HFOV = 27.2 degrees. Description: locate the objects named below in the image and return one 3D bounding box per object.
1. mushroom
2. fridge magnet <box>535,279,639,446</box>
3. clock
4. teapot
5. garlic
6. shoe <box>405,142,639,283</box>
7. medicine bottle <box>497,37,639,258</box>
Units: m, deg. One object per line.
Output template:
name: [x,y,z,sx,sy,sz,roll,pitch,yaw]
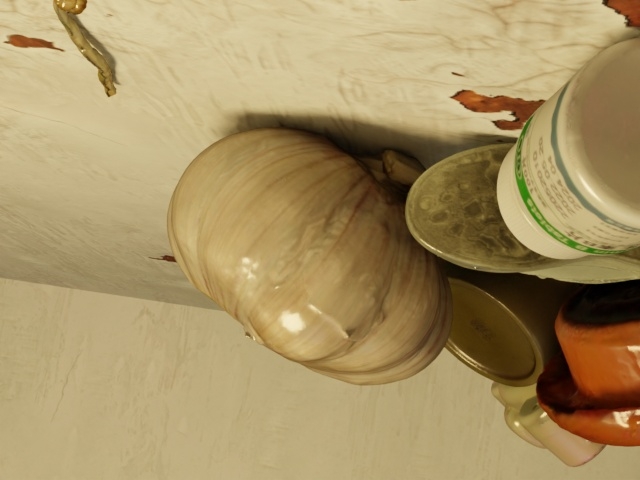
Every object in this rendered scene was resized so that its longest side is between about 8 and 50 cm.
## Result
mushroom: [-0.198,-0.166,1.123,0.026,0.028,0.286,-32,175,-8]
fridge magnet: [0.389,0.092,1.351,0.363,0.155,0.363,-23,-171,4]
clock: [0.343,0.141,1.681,0.114,0.284,0.309,41,175,-4]
teapot: [0.228,0.055,1.568,0.185,0.175,0.267,48,153,-4]
garlic: [-0.010,0.014,1.332,0.322,0.241,0.322,13,-173,-2]
shoe: [0.228,-0.015,1.295,0.316,0.124,0.159,7,172,-7]
medicine bottle: [0.215,-0.057,1.002,0.139,0.139,0.237,10,170,-6]
